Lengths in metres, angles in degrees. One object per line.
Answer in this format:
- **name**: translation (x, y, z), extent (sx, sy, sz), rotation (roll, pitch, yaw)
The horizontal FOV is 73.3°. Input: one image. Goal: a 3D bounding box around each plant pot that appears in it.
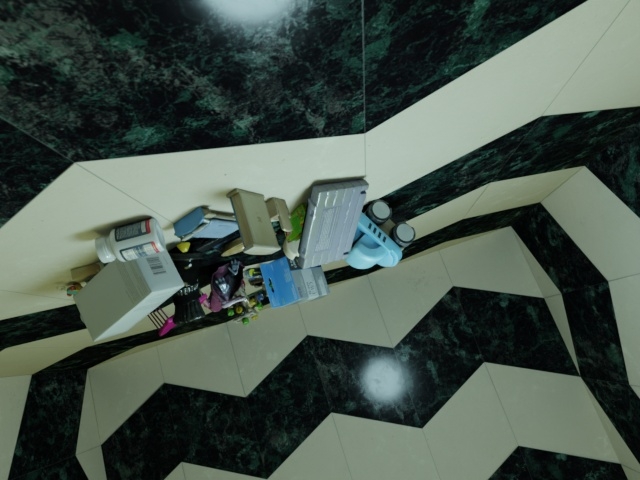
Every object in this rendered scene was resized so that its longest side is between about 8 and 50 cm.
- **plant pot**: translation (-0.294, 0.004, 1.738), extent (0.236, 0.032, 0.236), rotation (-24, 176, -2)

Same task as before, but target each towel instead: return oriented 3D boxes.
- **towel**: translation (-0.364, -0.005, 1.692), extent (0.120, 0.029, 0.067), rotation (-25, 171, 18)

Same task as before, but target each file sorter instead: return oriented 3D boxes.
- **file sorter**: translation (-0.683, 0.281, 1.975), extent (0.202, 0.182, 0.291), rotation (-36, 177, -35)

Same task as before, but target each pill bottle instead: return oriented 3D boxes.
- **pill bottle**: translation (-0.581, 0.005, 1.315), extent (0.180, 0.107, 0.108), rotation (-16, 165, -9)

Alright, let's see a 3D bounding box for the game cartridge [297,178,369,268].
- **game cartridge**: translation (0.039, -0.059, 1.609), extent (0.230, 0.068, 0.355), rotation (-9, 132, -28)

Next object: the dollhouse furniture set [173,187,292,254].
- **dollhouse furniture set**: translation (-0.287, -0.005, 1.456), extent (0.303, 0.198, 0.286), rotation (-26, 163, 27)

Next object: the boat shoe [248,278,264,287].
- **boat shoe**: translation (-0.373, 0.242, 2.508), extent (0.066, 0.066, 0.183), rotation (-11, 163, -26)

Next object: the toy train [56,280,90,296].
- **toy train**: translation (-0.901, 0.164, 1.639), extent (0.166, 0.046, 0.125), rotation (-12, 149, -3)

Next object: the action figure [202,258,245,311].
- **action figure**: translation (-0.473, 0.262, 2.108), extent (0.248, 0.275, 0.370), rotation (-14, 152, -39)

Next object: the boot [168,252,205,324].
- **boot**: translation (-0.524, 0.192, 1.694), extent (0.131, 0.260, 0.348), rotation (-4, 167, -20)

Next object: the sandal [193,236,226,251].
- **sandal**: translation (-0.402, -0.011, 1.626), extent (0.179, 0.040, 0.067), rotation (-33, 171, -2)

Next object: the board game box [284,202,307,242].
- **board game box**: translation (-0.085, -0.067, 1.683), extent (0.043, 0.092, 0.181), rotation (-9, 163, -34)

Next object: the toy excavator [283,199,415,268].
- **toy excavator**: translation (0.123, 0.014, 1.869), extent (0.445, 0.433, 0.222), rotation (-47, 178, -26)

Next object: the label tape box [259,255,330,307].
- **label tape box**: translation (-0.134, 0.211, 2.323), extent (0.348, 0.249, 0.115), rotation (-3, 159, -46)

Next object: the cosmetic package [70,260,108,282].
- **cosmetic package**: translation (-0.822, 0.113, 1.543), extent (0.115, 0.041, 0.060), rotation (-17, 166, -7)

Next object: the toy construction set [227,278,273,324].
- **toy construction set**: translation (-0.361, 0.356, 2.345), extent (0.309, 0.237, 0.257), rotation (-14, 141, -11)

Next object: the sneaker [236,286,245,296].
- **sneaker**: translation (-0.503, 0.276, 2.493), extent (0.132, 0.086, 0.228), rotation (-38, 159, -18)

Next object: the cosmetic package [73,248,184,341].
- **cosmetic package**: translation (-0.685, 0.179, 1.521), extent (0.366, 0.196, 0.155), rotation (-35, 169, 25)

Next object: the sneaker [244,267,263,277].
- **sneaker**: translation (-0.355, 0.181, 2.344), extent (0.059, 0.053, 0.144), rotation (-21, 161, 31)
